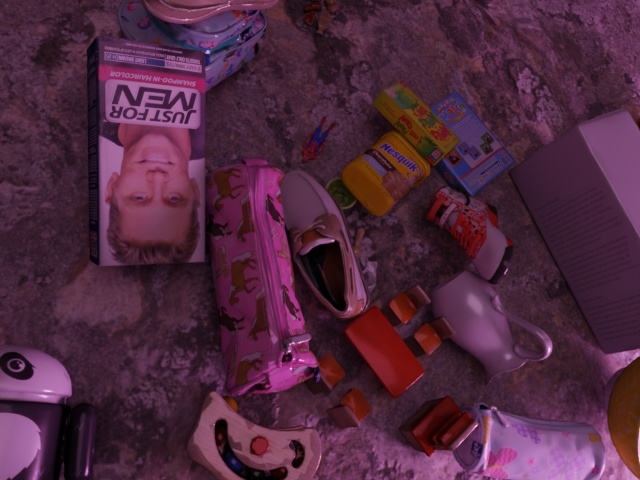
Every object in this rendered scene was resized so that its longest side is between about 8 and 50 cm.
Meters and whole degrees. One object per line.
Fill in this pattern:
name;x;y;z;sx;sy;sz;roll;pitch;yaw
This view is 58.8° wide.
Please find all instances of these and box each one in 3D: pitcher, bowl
pitcher;0.315;0.151;1.063;0.125;0.177;0.207;-30;83;-41
bowl;0.655;0.324;1.104;0.289;0.156;0.290;-3;99;-20

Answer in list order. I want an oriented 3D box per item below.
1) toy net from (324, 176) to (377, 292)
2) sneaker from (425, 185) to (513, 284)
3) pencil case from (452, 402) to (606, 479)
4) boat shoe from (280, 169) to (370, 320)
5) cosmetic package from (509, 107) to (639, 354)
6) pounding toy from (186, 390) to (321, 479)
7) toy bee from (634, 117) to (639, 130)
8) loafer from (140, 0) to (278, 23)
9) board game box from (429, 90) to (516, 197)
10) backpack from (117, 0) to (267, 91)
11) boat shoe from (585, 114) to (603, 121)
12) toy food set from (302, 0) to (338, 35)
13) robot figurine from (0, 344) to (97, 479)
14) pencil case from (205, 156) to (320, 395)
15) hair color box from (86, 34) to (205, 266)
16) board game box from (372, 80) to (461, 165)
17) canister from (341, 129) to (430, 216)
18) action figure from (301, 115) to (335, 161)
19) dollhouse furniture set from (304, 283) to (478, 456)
toy net;0.041;-0.004;1.102;0.122;0.045;0.232;-18;78;-22
sneaker;0.278;-0.019;1.105;0.144;0.090;0.270;23;29;-5
pencil case;0.377;0.373;1.039;0.272;0.113;0.124;15;90;-13
boat shoe;0.000;0.000;1.036;0.113;0.103;0.303;-30;81;12
cosmetic package;0.616;-0.013;1.188;0.161;0.230;0.454;-20;79;-23
pounding toy;-0.081;0.335;0.884;0.269;0.155;0.154;41;69;-1
toy bee;0.799;-0.214;1.376;0.195;0.162;0.298;41;40;8
loafer;-0.176;-0.441;0.961;0.268;0.092;0.102;-24;87;-30
board game box;0.311;-0.212;1.263;0.160;0.039;0.212;-36;85;-24
backpack;-0.249;-0.407;1.081;0.225;0.191;0.253;45;70;0
boat shoe;0.680;-0.172;1.338;0.095;0.095;0.258;-20;79;-17
toy food set;-0.003;-0.523;1.284;0.077;0.019;0.122;29;73;-6
robot figurine;-0.442;0.284;0.777;0.209;0.173;0.279;22;62;-45
pencil case;-0.108;0.057;0.953;0.167;0.160;0.387;-20;68;20
hair color box;-0.283;-0.137;0.929;0.173;0.105;0.348;-2;95;-30
board game box;0.200;-0.245;1.179;0.181;0.043;0.092;46;40;5
canister;0.131;-0.135;1.134;0.126;0.073;0.170;47;47;2
action figure;-0.008;-0.205;1.167;0.038;0.030;0.115;33;67;-10
dollhouse furniture set;0.144;0.239;1.000;0.262;0.135;0.259;-35;85;-25
